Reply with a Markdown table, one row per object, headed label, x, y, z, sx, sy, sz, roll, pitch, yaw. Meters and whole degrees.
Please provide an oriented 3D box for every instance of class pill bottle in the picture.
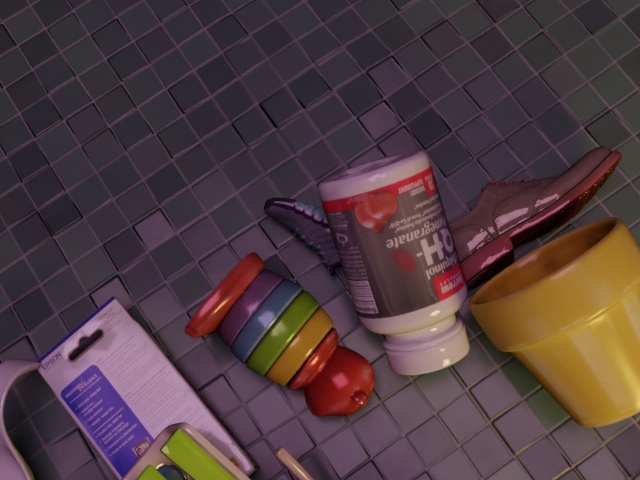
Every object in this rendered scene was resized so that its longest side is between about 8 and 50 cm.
| label | x | y | z | sx | sy | sz | roll | pitch | yaw |
| --- | --- | --- | --- | --- | --- | --- | --- | --- | --- |
| pill bottle | 0.123 | 0.035 | 1.237 | 0.176 | 0.176 | 0.319 | -18 | 99 | -1 |

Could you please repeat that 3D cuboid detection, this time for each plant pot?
| label | x | y | z | sx | sy | sz | roll | pitch | yaw |
| --- | --- | --- | --- | --- | --- | --- | --- | --- | --- |
| plant pot | 0.385 | 0.130 | 1.182 | 0.254 | 0.254 | 0.239 | -31 | 90 | -4 |

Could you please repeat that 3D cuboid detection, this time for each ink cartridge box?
| label | x | y | z | sx | sy | sz | roll | pitch | yaw |
| --- | --- | --- | --- | --- | --- | --- | --- | --- | --- |
| ink cartridge box | -0.282 | 0.284 | 1.297 | 0.175 | 0.069 | 0.371 | -41 | 78 | -6 |

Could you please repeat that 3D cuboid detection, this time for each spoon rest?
| label | x | y | z | sx | sy | sz | roll | pitch | yaw |
| --- | --- | --- | --- | --- | --- | --- | --- | --- | --- |
| spoon rest | -0.503 | 0.329 | 1.269 | 0.137 | 0.084 | 0.277 | 4 | 88 | 16 |

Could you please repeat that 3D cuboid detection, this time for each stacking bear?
| label | x | y | z | sx | sy | sz | roll | pitch | yaw |
| --- | --- | --- | --- | --- | --- | --- | --- | --- | --- |
| stacking bear | -0.043 | 0.167 | 1.270 | 0.289 | 0.175 | 0.164 | 38 | 88 | 4 |

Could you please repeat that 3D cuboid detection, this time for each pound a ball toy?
| label | x | y | z | sx | sy | sz | roll | pitch | yaw |
| --- | --- | --- | --- | --- | --- | --- | --- | --- | --- |
| pound a ball toy | -0.115 | 0.392 | 1.186 | 0.319 | 0.135 | 0.208 | 44 | 59 | -9 |

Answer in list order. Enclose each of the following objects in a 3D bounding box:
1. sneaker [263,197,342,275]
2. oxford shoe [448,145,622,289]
| label | x | y | z | sx | sy | sz | roll | pitch | yaw |
| --- | --- | --- | --- | --- | --- | --- | --- | --- | --- |
| sneaker | 0.000 | 0.000 | 1.346 | 0.223 | 0.083 | 0.098 | 19 | 82 | 9 |
| oxford shoe | 0.333 | -0.066 | 1.317 | 0.348 | 0.123 | 0.130 | -34 | 69 | -6 |
